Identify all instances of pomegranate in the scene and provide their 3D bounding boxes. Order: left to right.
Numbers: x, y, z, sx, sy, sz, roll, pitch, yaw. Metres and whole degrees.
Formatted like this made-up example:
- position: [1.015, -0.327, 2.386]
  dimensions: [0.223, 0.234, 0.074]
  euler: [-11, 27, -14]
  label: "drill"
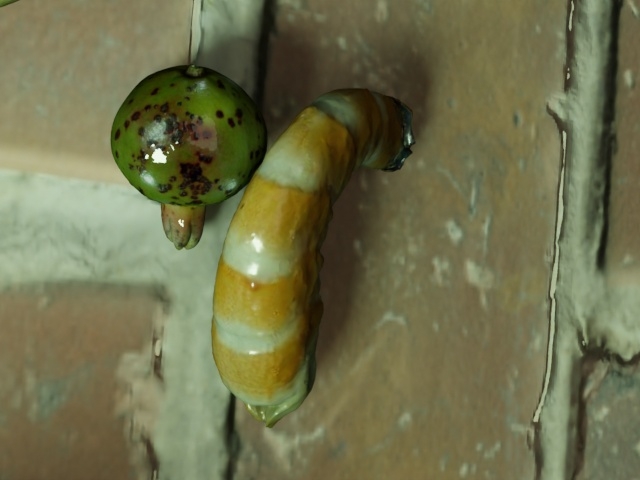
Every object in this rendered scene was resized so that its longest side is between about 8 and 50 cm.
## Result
- position: [-0.065, -0.039, 0.581]
  dimensions: [0.073, 0.073, 0.084]
  euler: [23, 92, -31]
  label: "pomegranate"

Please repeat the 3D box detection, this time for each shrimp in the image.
- position: [0.000, 0.000, 0.631]
  dimensions: [0.166, 0.049, 0.161]
  euler: [-41, 141, -54]
  label: "shrimp"

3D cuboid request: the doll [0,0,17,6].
- position: [-0.105, -0.183, 0.491]
  dimensions: [0.261, 0.177, 0.161]
  euler: [-24, 107, -34]
  label: "doll"
